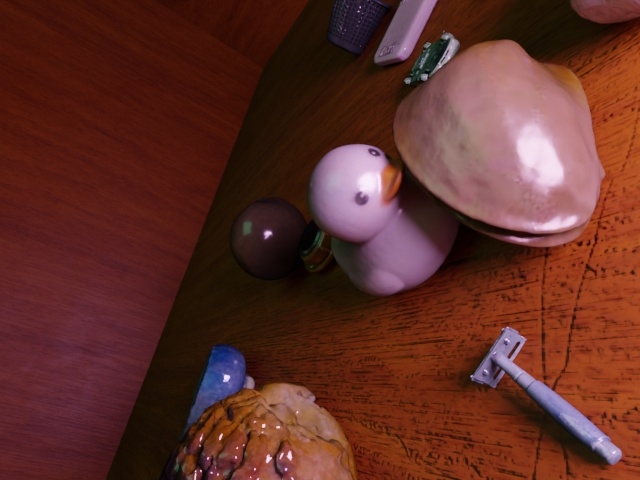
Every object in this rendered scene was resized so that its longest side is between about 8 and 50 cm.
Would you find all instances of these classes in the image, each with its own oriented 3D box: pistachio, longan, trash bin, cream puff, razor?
[{"bbox_3d":[0.190,-0.108,0.473,0.212,0.163,0.261,-7,51,16],"label":"pistachio"},{"bbox_3d":[-0.120,-0.005,1.015,0.197,0.196,0.220,-56,8,20],"label":"longan"},{"bbox_3d":[0.096,-0.647,1.244,0.175,0.175,0.161,-102,34,-55],"label":"trash bin"},{"bbox_3d":[-0.105,0.349,0.582,0.327,0.231,0.343,-50,27,38],"label":"cream puff"},{"bbox_3d":[0.203,0.143,0.381,0.068,0.040,0.135,-61,28,9],"label":"razor"}]

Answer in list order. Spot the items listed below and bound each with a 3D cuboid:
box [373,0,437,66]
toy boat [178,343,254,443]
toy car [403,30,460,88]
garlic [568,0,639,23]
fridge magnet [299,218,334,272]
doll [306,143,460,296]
[{"bbox_3d":[0.227,-0.561,1.019,0.285,0.044,0.142,-63,25,3],"label":"box"},{"bbox_3d":[-0.249,0.387,1.037,0.215,0.123,0.330,-83,17,-52],"label":"toy boat"},{"bbox_3d":[0.213,-0.326,0.795,0.094,0.058,0.186,-60,12,13],"label":"toy car"},{"bbox_3d":[0.339,-0.336,0.421,0.228,0.152,0.228,-48,22,27],"label":"garlic"},{"bbox_3d":[0.000,0.000,0.914,0.143,0.063,0.143,-43,35,41],"label":"fridge magnet"},{"bbox_3d":[0.070,-0.037,0.605,0.251,0.220,0.221,140,149,-65],"label":"doll"}]
